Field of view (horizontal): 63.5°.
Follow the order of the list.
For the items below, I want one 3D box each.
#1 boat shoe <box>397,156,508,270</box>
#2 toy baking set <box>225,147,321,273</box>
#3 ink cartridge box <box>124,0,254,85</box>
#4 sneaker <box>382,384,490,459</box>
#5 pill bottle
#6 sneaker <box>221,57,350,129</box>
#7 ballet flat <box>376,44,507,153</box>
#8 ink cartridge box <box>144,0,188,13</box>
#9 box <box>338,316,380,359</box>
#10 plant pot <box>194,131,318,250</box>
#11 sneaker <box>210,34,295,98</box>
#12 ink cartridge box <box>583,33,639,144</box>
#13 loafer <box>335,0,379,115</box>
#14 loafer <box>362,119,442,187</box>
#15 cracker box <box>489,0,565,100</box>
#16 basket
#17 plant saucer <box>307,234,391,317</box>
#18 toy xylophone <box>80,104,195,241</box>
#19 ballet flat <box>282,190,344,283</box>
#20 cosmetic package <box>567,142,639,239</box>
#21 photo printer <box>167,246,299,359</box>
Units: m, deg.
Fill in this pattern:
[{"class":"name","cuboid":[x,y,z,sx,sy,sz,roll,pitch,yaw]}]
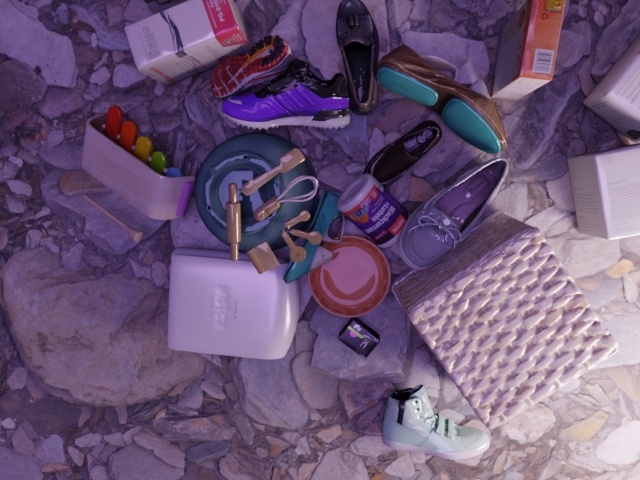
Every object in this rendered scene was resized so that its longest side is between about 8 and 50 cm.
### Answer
[{"class":"boat shoe","cuboid":[0.290,-0.065,1.122,0.320,0.103,0.118,-40,83,-20]},{"class":"toy baking set","cuboid":[-0.099,-0.057,1.061,0.196,0.030,0.256,-5,106,-6]},{"class":"ink cartridge box","cuboid":[-0.286,-0.448,1.157,0.237,0.172,0.100,-19,92,7]},{"class":"sneaker","cuboid":[0.278,0.427,1.234,0.256,0.094,0.151,2,102,7]},{"class":"pill bottle","cuboid":[0.139,-0.052,1.181,0.193,0.108,0.108,41,98,-19]},{"class":"sneaker","cuboid":[-0.077,-0.336,1.164,0.293,0.102,0.146,0,124,-2]},{"class":"ballet flat","cuboid":[0.291,-0.333,1.163,0.342,0.116,0.124,33,73,5]},{"class":"ink cartridge box","cuboid":[-0.363,-0.625,1.096,0.114,0.273,0.198,-16,95,4]},{"class":"box","cuboid":[0.094,0.234,1.255,0.083,0.052,0.062,37,97,-1]},{"class":"plant pot","cuboid":[-0.158,-0.107,1.170,0.293,0.196,0.293,0,95,5]},{"class":"sneaker","cuboid":[-0.158,-0.383,1.198,0.225,0.093,0.088,-17,76,23]},{"class":"ink cartridge box","cuboid":[0.775,-0.301,1.104,0.306,0.131,0.226,37,97,2]},{"class":"loafer","cuboid":[0.090,-0.424,1.171,0.096,0.084,0.267,-8,95,6]},{"class":"loafer","cuboid":[0.185,-0.200,1.189,0.220,0.078,0.080,-43,91,7]},{"class":"cracker box","cuboid":[0.422,-0.389,1.072,0.067,0.232,0.156,8,97,3]},{"class":"basket","cuboid":[0.373,0.160,1.119,0.331,0.266,0.328,-35,93,9]},{"class":"plant saucer","cuboid":[0.069,0.085,1.250,0.200,0.037,0.200,0,95,4]},{"class":"toy xylophone","cuboid":[-0.451,-0.148,1.211,0.322,0.081,0.236,41,124,10]},{"class":"ballet flat","cuboid":[0.000,0.000,1.189,0.087,0.083,0.247,24,71,2]},{"class":"cosmetic package","cuboid":[0.651,-0.110,1.122,0.151,0.151,0.184,-11,96,6]},{"class":"photo printer","cuboid":[-0.205,0.153,1.245,0.307,0.107,0.256,6,96,4]}]
